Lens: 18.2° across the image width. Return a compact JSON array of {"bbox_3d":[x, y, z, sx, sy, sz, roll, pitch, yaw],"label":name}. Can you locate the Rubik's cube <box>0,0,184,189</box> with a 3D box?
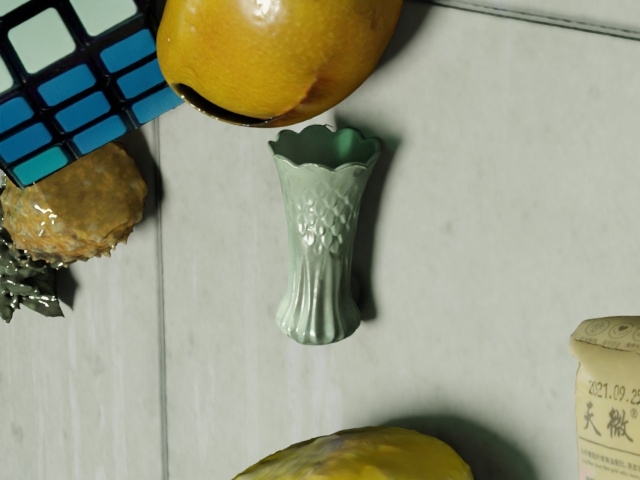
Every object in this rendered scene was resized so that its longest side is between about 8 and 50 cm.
[{"bbox_3d":[-0.211,-0.158,1.499,0.163,0.162,0.160,58,177,19],"label":"Rubik's cube"}]

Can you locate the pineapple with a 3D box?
[{"bbox_3d":[-0.232,-0.007,1.663,0.237,0.111,0.119,-36,42,57],"label":"pineapple"}]

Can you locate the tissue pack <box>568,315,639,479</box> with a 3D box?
[{"bbox_3d":[0.261,0.156,1.134,0.257,0.123,0.215,5,103,47],"label":"tissue pack"}]

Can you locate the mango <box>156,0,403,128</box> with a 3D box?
[{"bbox_3d":[-0.034,-0.163,1.364,0.236,0.136,0.166,-30,84,55],"label":"mango"}]

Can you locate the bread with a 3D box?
[{"bbox_3d":[0.024,0.218,1.380,0.197,0.197,0.170,-10,101,49],"label":"bread"}]

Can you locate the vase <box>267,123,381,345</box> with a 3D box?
[{"bbox_3d":[0.000,0.000,1.420,0.081,0.081,0.148,25,122,42],"label":"vase"}]
